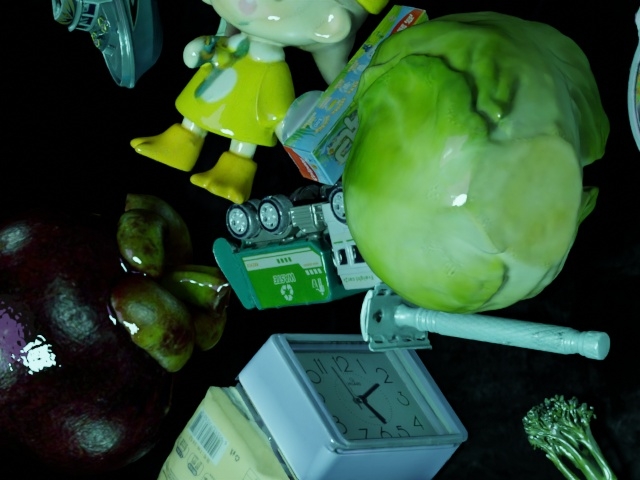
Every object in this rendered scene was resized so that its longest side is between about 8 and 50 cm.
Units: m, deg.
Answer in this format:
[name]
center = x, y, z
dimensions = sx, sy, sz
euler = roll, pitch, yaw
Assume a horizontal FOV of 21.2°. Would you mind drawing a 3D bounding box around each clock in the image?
[clock]
center = 0.031, 0.161, 1.636
dimensions = 0.073, 0.193, 0.145
euler = -52, 54, 29

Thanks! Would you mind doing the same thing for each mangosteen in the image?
[mangosteen]
center = -0.250, 0.094, 1.893
dimensions = 0.347, 0.307, 0.307
euler = -31, 62, 9

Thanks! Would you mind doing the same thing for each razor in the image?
[razor]
center = 0.159, 0.085, 1.590
dimensions = 0.232, 0.106, 0.068
euler = 8, 94, 37

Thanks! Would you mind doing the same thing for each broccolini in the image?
[broccolini]
center = 0.266, 0.218, 1.498
dimensions = 0.216, 0.058, 0.067
euler = 44, 161, 30

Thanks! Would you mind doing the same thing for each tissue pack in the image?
[tissue pack]
center = -0.074, 0.287, 1.817
dimensions = 0.222, 0.090, 0.186
euler = 43, 116, 37

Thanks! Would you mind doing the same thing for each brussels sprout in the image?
[brussels sprout]
center = 0.136, -0.068, 1.523
dimensions = 0.294, 0.227, 0.259
euler = -131, 47, -65

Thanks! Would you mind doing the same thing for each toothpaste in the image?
[toothpaste]
center = 0.039, -0.149, 1.653
dimensions = 0.044, 0.070, 0.193
euler = 18, 63, 43

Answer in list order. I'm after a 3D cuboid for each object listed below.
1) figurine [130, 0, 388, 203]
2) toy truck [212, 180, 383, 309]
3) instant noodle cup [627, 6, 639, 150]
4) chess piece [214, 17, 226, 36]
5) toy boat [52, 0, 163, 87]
[figurine]
center = -0.060, -0.218, 1.720
dimensions = 0.215, 0.187, 0.344
euler = 28, 93, 15
[toy truck]
center = 0.000, 0.000, 1.741
dimensions = 0.253, 0.114, 0.124
euler = -6, 98, 46
[instant noodle cup]
center = 0.352, -0.116, 1.354
dimensions = 0.177, 0.125, 0.208
euler = -32, 66, 42
[chess piece]
center = -0.099, -0.266, 1.898
dimensions = 0.059, 0.059, 0.149
euler = -11, 75, 46
[toy boat]
center = -0.260, -0.317, 2.021
dimensions = 0.114, 0.122, 0.296
euler = 135, 124, -66
